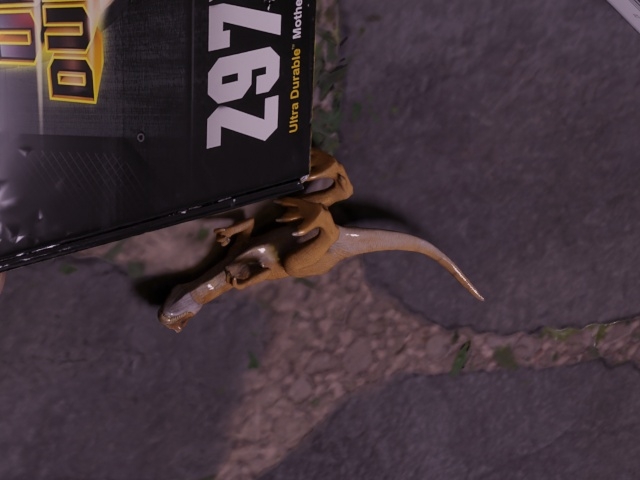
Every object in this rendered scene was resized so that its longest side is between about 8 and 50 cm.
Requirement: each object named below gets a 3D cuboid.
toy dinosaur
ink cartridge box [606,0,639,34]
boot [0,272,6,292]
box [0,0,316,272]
[{"bbox_3d":[0.000,0.000,0.983,0.211,0.064,0.112,-10,145,-14],"label":"toy dinosaur"},{"bbox_3d":[0.229,-0.214,0.770,0.384,0.279,0.160,30,77,-46],"label":"ink cartridge box"},{"bbox_3d":[-0.258,0.056,0.805,0.152,0.073,0.197,35,75,-46],"label":"boot"},{"bbox_3d":[-0.120,-0.151,0.729,0.257,0.079,0.322,-17,122,-35],"label":"box"}]
